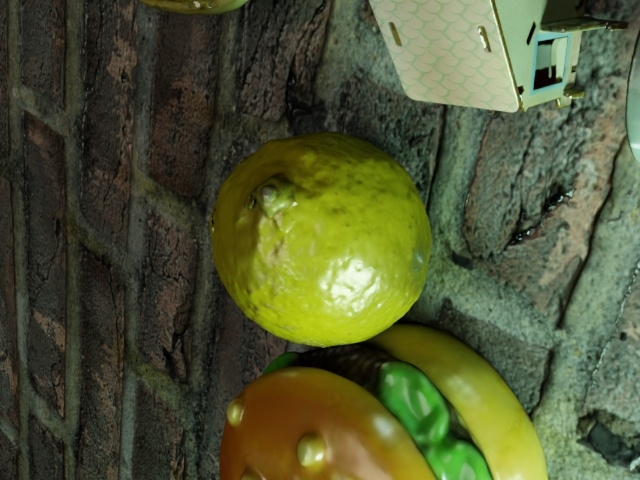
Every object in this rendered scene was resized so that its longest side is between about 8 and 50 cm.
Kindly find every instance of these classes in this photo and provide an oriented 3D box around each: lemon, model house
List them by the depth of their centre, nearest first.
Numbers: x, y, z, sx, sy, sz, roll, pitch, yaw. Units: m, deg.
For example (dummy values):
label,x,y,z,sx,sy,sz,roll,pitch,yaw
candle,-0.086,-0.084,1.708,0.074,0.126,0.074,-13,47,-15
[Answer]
label,x,y,z,sx,sy,sz,roll,pitch,yaw
model house,0.162,-0.271,0.727,0.169,0.244,0.326,20,117,41
lemon,0.000,0.000,0.952,0.253,0.310,0.254,-5,76,20

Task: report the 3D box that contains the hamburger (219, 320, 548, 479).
label,x,y,z,sx,sy,sz,roll,pitch,yaw
hamburger,0.065,0.309,1.004,0.395,0.277,0.396,19,118,40

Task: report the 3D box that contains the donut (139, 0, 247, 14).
label,x,y,z,sx,sy,sz,roll,pitch,yaw
donut,-0.172,-0.491,1.002,0.448,0.198,0.449,17,117,38

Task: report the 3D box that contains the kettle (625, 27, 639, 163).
label,x,y,z,sx,sy,sz,roll,pitch,yaw
kettle,0.388,-0.097,0.646,0.236,0.161,0.221,15,142,38
